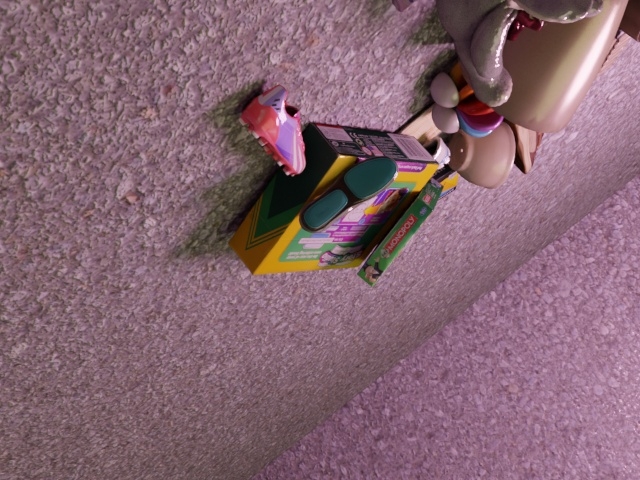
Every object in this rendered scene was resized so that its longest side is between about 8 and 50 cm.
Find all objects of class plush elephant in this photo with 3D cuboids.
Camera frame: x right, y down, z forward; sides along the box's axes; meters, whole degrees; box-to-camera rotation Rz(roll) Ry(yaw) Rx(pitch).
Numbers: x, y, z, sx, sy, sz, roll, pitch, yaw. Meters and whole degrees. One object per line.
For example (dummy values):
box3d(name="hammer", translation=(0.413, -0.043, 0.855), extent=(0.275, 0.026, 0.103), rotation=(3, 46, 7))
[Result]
box3d(name="plush elephant", translation=(0.331, -0.406, 1.488), extent=(0.255, 0.272, 0.330), rotation=(1, 162, 34))

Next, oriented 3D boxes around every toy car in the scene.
box3d(name="toy car", translation=(0.318, -0.284, 1.901), extent=(0.159, 0.136, 0.182), rotation=(-29, 147, -11))

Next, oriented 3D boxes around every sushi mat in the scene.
box3d(name="sushi mat", translation=(0.293, -0.299, 2.028), extent=(0.316, 0.019, 0.151), rotation=(-40, 158, 7))

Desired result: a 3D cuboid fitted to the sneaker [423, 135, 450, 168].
box3d(name="sneaker", translation=(0.202, -0.163, 2.061), extent=(0.190, 0.071, 0.083), rotation=(-44, 152, -5))

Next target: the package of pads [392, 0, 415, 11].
box3d(name="package of pads", translation=(0.152, -0.418, 1.529), extent=(0.083, 0.032, 0.050), rotation=(-38, 162, 1))

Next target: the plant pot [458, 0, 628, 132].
box3d(name="plant pot", translation=(0.437, -0.385, 1.730), extent=(0.256, 0.256, 0.274), rotation=(-18, 154, -41))

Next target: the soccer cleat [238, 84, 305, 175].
box3d(name="soccer cleat", translation=(-0.061, -0.186, 1.615), extent=(0.095, 0.083, 0.248), rotation=(-43, 157, 2))

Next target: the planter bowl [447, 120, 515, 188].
box3d(name="planter bowl", translation=(0.364, -0.207, 2.177), extent=(0.109, 0.162, 0.162), rotation=(6, 140, -24))

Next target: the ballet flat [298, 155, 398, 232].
box3d(name="ballet flat", translation=(0.049, -0.088, 1.735), extent=(0.213, 0.072, 0.068), rotation=(-35, 179, -5))

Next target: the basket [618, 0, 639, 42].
box3d(name="basket", translation=(0.577, -0.500, 1.769), extent=(0.154, 0.227, 0.204), rotation=(-20, 153, -38))

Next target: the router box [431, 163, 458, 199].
box3d(name="router box", translation=(0.258, -0.125, 2.298), extent=(0.179, 0.046, 0.133), rotation=(-33, 159, -11))

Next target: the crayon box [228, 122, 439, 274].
box3d(name="crayon box", translation=(0.033, -0.078, 1.907), extent=(0.363, 0.106, 0.313), rotation=(-1, 136, -52))

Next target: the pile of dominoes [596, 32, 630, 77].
box3d(name="pile of dominoes", translation=(0.682, -0.451, 2.345), extent=(0.196, 0.040, 0.251), rotation=(-34, 167, -10))

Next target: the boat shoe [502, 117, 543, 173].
box3d(name="boat shoe", translation=(0.512, -0.275, 2.298), extent=(0.123, 0.123, 0.342), rotation=(-36, 153, 0))

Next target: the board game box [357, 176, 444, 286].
box3d(name="board game box", translation=(0.185, -0.027, 2.084), extent=(0.213, 0.046, 0.317), rotation=(-52, 178, 16))
